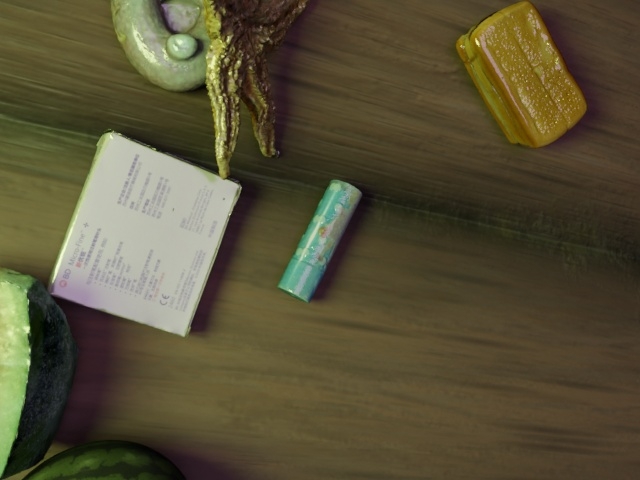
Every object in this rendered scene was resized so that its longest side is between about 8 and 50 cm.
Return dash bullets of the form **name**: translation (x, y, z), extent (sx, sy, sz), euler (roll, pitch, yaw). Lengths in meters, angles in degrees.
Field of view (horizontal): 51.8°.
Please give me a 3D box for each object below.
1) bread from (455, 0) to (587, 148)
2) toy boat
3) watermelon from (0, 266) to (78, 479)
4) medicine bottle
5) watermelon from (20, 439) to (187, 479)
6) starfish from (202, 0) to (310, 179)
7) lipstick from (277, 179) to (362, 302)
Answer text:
- **bread**: translation (0.285, -0.231, 0.935), extent (0.116, 0.077, 0.200), euler (-39, 103, -18)
- **toy boat**: translation (-0.164, -0.289, 0.769), extent (0.155, 0.085, 0.227), euler (4, 88, -21)
- **watermelon**: translation (-0.386, 0.108, 0.665), extent (0.257, 0.140, 0.193), euler (15, 84, 1)
- **medicine bottle**: translation (-0.203, -0.006, 0.767), extent (0.171, 0.052, 0.201), euler (20, 83, -19)
- **watermelon**: translation (-0.225, 0.309, 0.673), extent (0.212, 0.212, 0.212), euler (0, 89, -20)
- **starfish**: translation (-0.082, -0.225, 0.757), extent (0.060, 0.299, 0.302), euler (11, 105, 16)
- **lipstick**: translation (0.000, 0.000, 0.842), extent (0.048, 0.048, 0.158), euler (30, 79, -17)
